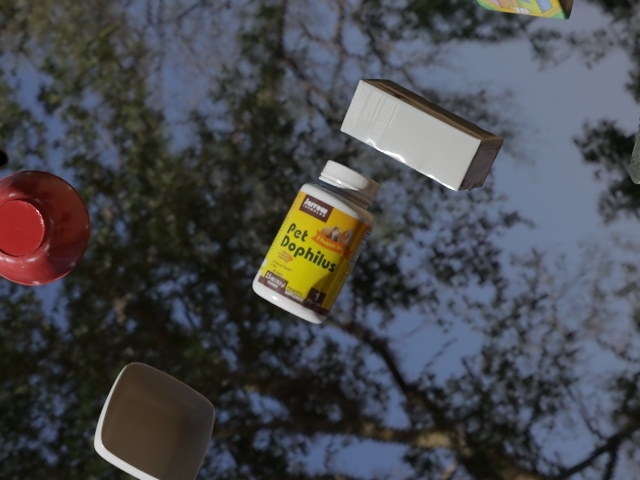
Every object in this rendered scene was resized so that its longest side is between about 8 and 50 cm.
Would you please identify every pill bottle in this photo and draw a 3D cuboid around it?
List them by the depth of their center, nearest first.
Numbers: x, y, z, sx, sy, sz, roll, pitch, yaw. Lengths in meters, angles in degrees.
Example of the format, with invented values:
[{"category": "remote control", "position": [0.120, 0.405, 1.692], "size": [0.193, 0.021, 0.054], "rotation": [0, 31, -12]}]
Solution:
[{"category": "pill bottle", "position": [0.000, 0.000, 1.894], "size": [0.117, 0.215, 0.117], "rotation": [27, 180, 0]}]

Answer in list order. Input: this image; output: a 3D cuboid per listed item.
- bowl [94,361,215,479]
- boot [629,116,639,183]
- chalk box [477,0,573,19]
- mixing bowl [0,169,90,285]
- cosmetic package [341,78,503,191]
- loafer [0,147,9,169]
[{"category": "bowl", "position": [-0.212, 0.237, 1.682], "size": [0.142, 0.053, 0.142], "rotation": [32, -131, -18]}, {"category": "boot", "position": [0.531, -0.145, 1.803], "size": [0.208, 0.189, 0.076], "rotation": [4, -151, -11]}, {"category": "chalk box", "position": [0.266, -0.390, 1.785], "size": [0.213, 0.132, 0.132], "rotation": [24, -102, -70]}, {"category": "mixing bowl", "position": [-0.451, -0.018, 2.055], "size": [0.181, 0.181, 0.098], "rotation": [57, -176, 0]}, {"category": "cosmetic package", "position": [0.170, -0.177, 2.239], "size": [0.238, 0.107, 0.127], "rotation": [26, -164, 20]}, {"category": "loafer", "position": [-0.551, -0.143, 1.877], "size": [0.267, 0.084, 0.096], "rotation": [16, -106, -55]}]
